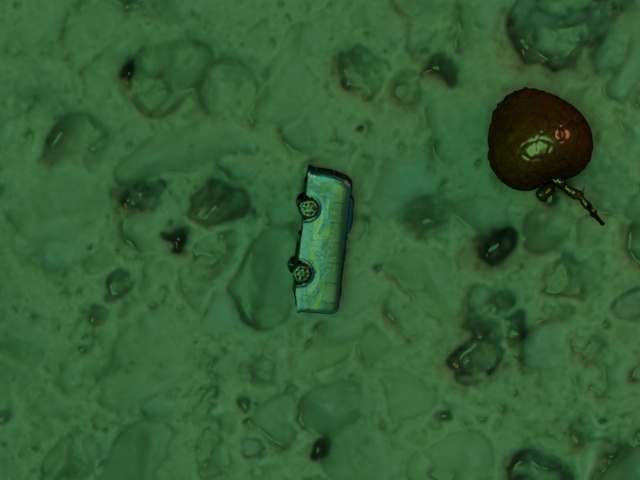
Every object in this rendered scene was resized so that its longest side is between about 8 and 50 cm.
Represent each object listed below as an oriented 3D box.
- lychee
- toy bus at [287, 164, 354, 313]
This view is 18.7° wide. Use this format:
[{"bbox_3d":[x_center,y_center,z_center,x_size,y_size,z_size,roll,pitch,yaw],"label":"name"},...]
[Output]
[{"bbox_3d":[0.228,-0.089,1.935,0.140,0.114,0.101,45,124,25],"label":"lychee"},{"bbox_3d":[0.000,0.000,2.019,0.061,0.051,0.153,7,100,-4],"label":"toy bus"}]
